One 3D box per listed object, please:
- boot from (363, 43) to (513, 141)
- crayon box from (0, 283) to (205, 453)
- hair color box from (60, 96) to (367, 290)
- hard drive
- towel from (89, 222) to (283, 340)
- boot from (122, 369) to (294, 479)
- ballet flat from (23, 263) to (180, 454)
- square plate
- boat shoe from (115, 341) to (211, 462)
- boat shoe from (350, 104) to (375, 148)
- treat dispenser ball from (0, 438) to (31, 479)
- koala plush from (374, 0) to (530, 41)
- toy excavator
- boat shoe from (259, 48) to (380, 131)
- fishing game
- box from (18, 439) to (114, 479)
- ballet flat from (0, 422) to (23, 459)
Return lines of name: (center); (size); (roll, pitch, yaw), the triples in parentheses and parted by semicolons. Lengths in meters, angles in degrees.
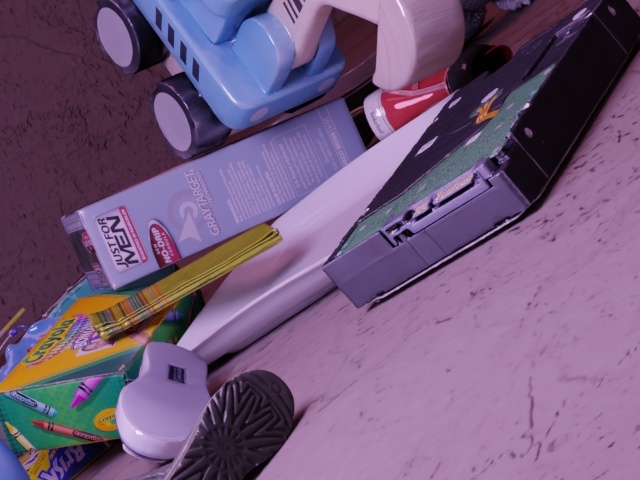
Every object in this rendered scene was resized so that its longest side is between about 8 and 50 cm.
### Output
boot: (0.173, -0.205, 1.979); (0.176, 0.088, 0.244); (-23, 12, 28)
crayon box: (-0.246, 0.141, 1.881); (0.165, 0.081, 0.278); (-11, 18, 17)
hair color box: (-0.138, -0.059, 2.109); (0.374, 0.114, 0.185); (-25, 4, -16)
hard drive: (0.160, -0.091, 1.524); (0.237, 0.064, 0.339); (-34, 12, 42)
towel: (-0.158, 0.042, 1.861); (0.237, 0.021, 0.102); (-29, 15, -9)
boot: (-0.127, 0.206, 1.383); (0.189, 0.076, 0.208); (-46, 3, -35)
ballet flat: (-0.350, 0.178, 2.239); (0.409, 0.147, 0.147); (-46, 10, -27)
square plate: (0.000, 0.000, 1.817); (0.347, 0.049, 0.344); (-35, 12, 38)
boat shoe: (-0.157, 0.178, 1.592); (0.258, 0.095, 0.084); (-72, 3, -78)
boat shoe: (0.029, -0.125, 2.266); (0.152, 0.056, 0.049); (-49, 11, 20)
treat dispenser ball: (-0.381, 0.276, 1.397); (0.288, 0.288, 0.288); (-41, 9, 8)
koala plush: (0.191, -0.360, 2.294); (0.221, 0.196, 0.203); (-34, 24, 39)
toy excavator: (-0.051, -0.271, 1.920); (0.222, 0.433, 0.445); (-27, -19, -30)
boat shoe: (-0.002, -0.161, 2.388); (0.306, 0.105, 0.113); (-34, 6, 8)
fishing game: (-0.342, 0.154, 2.126); (0.264, 0.041, 0.189); (19, 54, 36)
box: (-0.319, 0.264, 1.914); (0.169, 0.054, 0.059); (-41, 10, 11)
ballet flat: (-0.398, 0.271, 1.973); (0.068, 0.072, 0.213); (-53, -20, -27)
